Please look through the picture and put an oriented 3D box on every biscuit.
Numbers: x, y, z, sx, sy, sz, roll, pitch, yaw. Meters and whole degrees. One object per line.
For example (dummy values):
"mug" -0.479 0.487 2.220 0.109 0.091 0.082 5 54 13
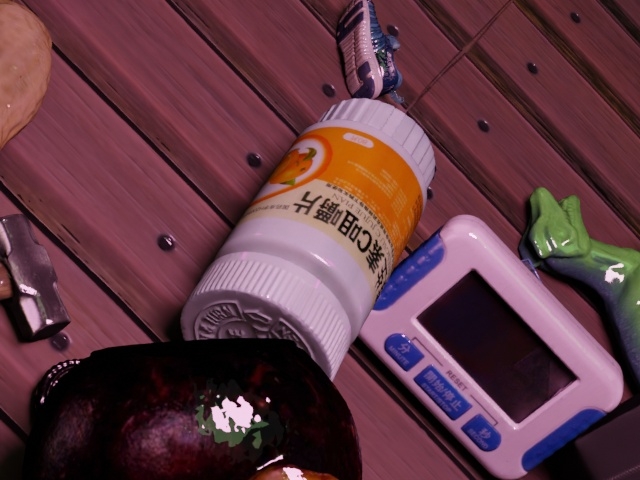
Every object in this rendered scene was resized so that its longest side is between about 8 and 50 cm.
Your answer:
"biscuit" -0.210 0.146 1.098 0.087 0.027 0.089 -27 80 -42

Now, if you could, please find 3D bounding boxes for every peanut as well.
"peanut" -0.325 -0.122 1.131 0.125 0.111 0.274 23 47 -3

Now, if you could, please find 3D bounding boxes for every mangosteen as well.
"mangosteen" -0.091 0.191 0.972 0.287 0.287 0.233 5 90 -33

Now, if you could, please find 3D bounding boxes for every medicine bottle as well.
"medicine bottle" 0.000 0.000 1.251 0.158 0.158 0.318 40 46 -9

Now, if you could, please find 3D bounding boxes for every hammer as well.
"hammer" -0.382 0.068 1.020 0.365 0.043 0.111 -16 75 -39

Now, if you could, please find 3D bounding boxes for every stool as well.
"stool" 0.366 0.225 1.340 0.232 0.232 0.141 -23 78 -42

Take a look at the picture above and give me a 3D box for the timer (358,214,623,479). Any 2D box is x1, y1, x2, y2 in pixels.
"timer" 0.173 0.110 1.301 0.253 0.178 0.078 47 22 -3

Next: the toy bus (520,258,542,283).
"toy bus" 0.189 0.060 1.417 0.153 0.061 0.051 -14 70 -42

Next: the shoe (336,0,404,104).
"shoe" 0.063 -0.231 1.505 0.071 0.064 0.143 3 64 -33

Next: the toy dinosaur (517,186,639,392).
"toy dinosaur" 0.402 0.188 1.467 0.374 0.144 0.500 15 61 -12
